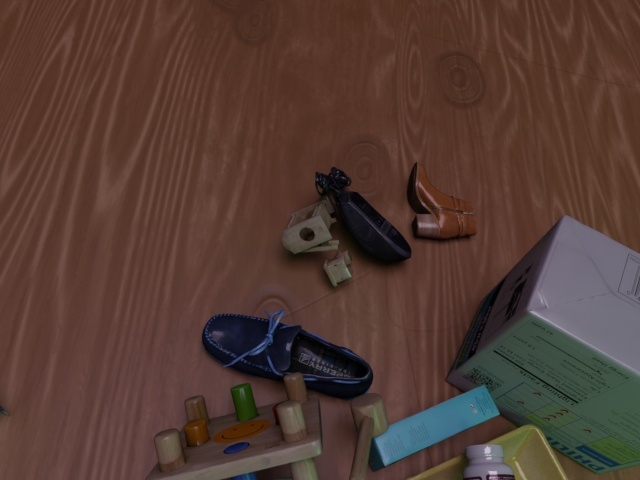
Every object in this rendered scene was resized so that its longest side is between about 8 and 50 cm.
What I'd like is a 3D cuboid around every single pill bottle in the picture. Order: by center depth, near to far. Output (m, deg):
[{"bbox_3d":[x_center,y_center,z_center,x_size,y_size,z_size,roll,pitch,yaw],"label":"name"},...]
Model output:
[{"bbox_3d":[0.284,0.423,0.880,0.086,0.086,0.152,3,61,-7],"label":"pill bottle"}]

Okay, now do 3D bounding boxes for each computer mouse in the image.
[{"bbox_3d":[0.088,-0.044,1.189,0.272,0.072,0.188,46,19,5],"label":"computer mouse"}]

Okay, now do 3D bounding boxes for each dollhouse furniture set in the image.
[{"bbox_3d":[0.000,0.000,1.192,0.101,0.161,0.182,-22,17,16],"label":"dollhouse furniture set"}]

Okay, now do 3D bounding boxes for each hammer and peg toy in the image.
[{"bbox_3d":[-0.070,0.302,0.847,0.361,0.266,0.127,-13,89,0],"label":"hammer and peg toy"}]

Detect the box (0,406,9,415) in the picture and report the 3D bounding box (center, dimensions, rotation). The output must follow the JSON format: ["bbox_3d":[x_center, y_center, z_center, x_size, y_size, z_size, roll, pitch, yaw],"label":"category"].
[{"bbox_3d":[-0.631,0.257,0.903,0.178,0.109,0.042,27,56,7],"label":"box"}]

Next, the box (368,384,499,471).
[{"bbox_3d":[0.203,0.350,0.991,0.244,0.100,0.060,-17,65,-17],"label":"box"}]

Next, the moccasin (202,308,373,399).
[{"bbox_3d":[-0.058,0.202,1.022,0.342,0.117,0.138,14,60,-2],"label":"moccasin"}]

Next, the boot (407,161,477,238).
[{"bbox_3d":[0.292,-0.094,1.276,0.152,0.073,0.197,0,73,-8],"label":"boot"}]

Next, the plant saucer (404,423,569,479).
[{"bbox_3d":[0.310,0.538,0.915,0.332,0.081,0.333,-16,64,-18],"label":"plant saucer"}]

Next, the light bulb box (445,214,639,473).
[{"bbox_3d":[0.480,0.207,0.967,0.358,0.361,0.225,31,59,9],"label":"light bulb box"}]

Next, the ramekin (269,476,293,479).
[{"bbox_3d":[-0.041,0.509,0.785,0.303,0.148,0.303,-5,51,6],"label":"ramekin"}]
